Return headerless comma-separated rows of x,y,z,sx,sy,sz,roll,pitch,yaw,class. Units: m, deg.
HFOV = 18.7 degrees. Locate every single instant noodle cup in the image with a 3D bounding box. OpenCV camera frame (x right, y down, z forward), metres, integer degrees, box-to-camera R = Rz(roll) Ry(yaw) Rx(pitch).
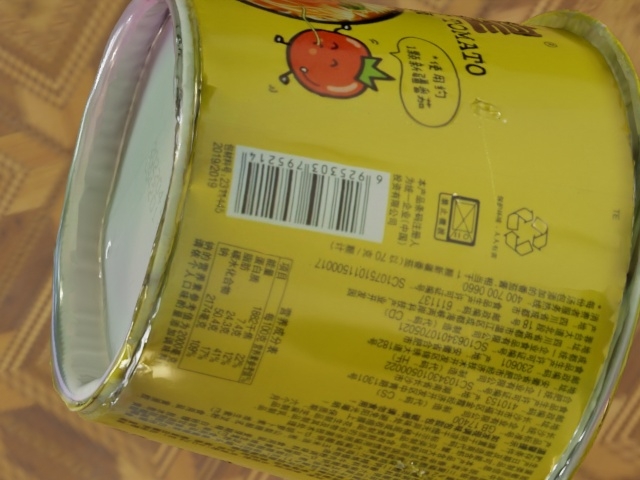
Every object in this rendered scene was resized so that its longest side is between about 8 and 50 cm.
0.000,0.000,1.106,0.254,0.325,0.325,11,102,-20,instant noodle cup
